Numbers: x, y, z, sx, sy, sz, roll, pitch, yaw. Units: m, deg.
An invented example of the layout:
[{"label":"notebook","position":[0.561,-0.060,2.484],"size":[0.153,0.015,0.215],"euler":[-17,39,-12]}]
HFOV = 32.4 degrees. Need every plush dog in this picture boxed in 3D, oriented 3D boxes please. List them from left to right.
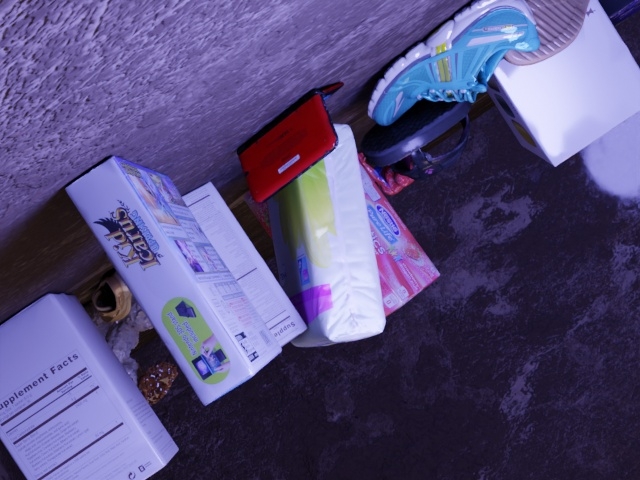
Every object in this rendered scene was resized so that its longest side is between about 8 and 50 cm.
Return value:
[{"label":"plush dog","position":[-0.381,0.231,1.930],"size":[0.262,0.225,0.211],"euler":[-35,177,33]}]

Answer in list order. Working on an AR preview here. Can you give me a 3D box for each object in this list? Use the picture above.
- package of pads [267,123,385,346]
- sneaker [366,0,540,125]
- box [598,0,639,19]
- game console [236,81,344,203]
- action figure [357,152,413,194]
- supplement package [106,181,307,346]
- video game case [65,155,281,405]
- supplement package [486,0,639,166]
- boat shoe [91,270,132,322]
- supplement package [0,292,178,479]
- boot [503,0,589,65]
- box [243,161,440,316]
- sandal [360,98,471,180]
[{"label":"package of pads","position":[0.000,0.000,1.563],"size":[0.101,0.296,0.229],"euler":[-7,174,-14]},{"label":"sneaker","position":[0.175,-0.232,1.509],"size":[0.275,0.110,0.107],"euler":[-34,177,33]},{"label":"box","position":[0.527,-0.449,1.937],"size":[0.184,0.103,0.261],"euler":[-31,178,9]},{"label":"game console","position":[-0.025,-0.124,1.388],"size":[0.144,0.124,0.085],"euler":[-36,150,29]},{"label":"action figure","position":[0.121,-0.175,2.308],"size":[0.091,0.139,0.280],"euler":[-37,-160,-2]},{"label":"supplement package","position":[-0.158,0.070,1.512],"size":[0.139,0.244,0.134],"euler":[-31,176,-34]},{"label":"video game case","position":[-0.142,0.039,1.146],"size":[0.061,0.244,0.269],"euler":[-33,177,2]},{"label":"supplement package","position":[0.395,-0.274,1.850],"size":[0.198,0.199,0.262],"euler":[-34,-169,6]},{"label":"boat shoe","position":[-0.338,0.091,1.771],"size":[0.059,0.063,0.170],"euler":[-29,166,-33]},{"label":"supplement package","position":[-0.366,0.243,1.602],"size":[0.175,0.293,0.177],"euler":[-34,177,-3]},{"label":"boot","position":[0.313,-0.312,1.635],"size":[0.248,0.090,0.207],"euler":[-47,-175,-23]},{"label":"box","position":[0.036,-0.008,1.823],"size":[0.142,0.300,0.154],"euler":[-38,177,35]},{"label":"sandal","position":[0.173,-0.172,1.721],"size":[0.168,0.107,0.446],"euler":[-25,-170,16]}]
